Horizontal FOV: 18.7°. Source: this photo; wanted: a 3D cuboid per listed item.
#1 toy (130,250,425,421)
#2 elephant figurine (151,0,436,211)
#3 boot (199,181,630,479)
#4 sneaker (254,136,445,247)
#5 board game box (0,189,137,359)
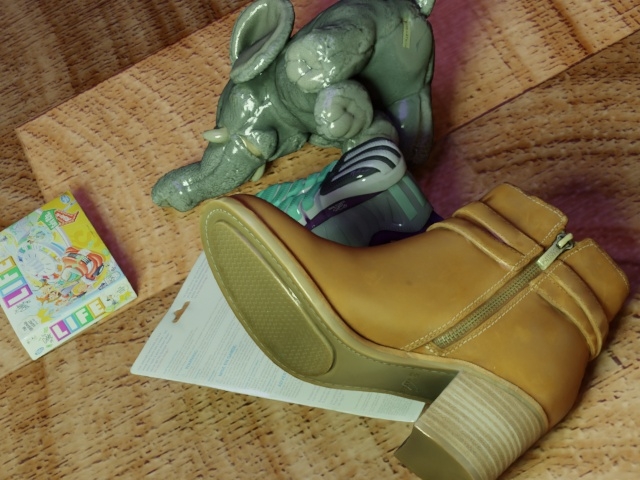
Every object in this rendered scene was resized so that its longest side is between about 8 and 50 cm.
[{"bbox_3d":[-0.008,0.083,1.483,0.237,0.056,0.137,6,45,27],"label":"toy"},{"bbox_3d":[-0.024,-0.128,1.660,0.186,0.169,0.239,-20,12,-40],"label":"elephant figurine"},{"bbox_3d":[0.074,0.020,1.374,0.283,0.109,0.220,39,60,6],"label":"boot"},{"bbox_3d":[0.000,0.000,1.562,0.223,0.098,0.083,-23,24,45],"label":"sneaker"},{"bbox_3d":[-0.232,0.028,1.688,0.103,0.026,0.154,-32,40,-6],"label":"board game box"}]
